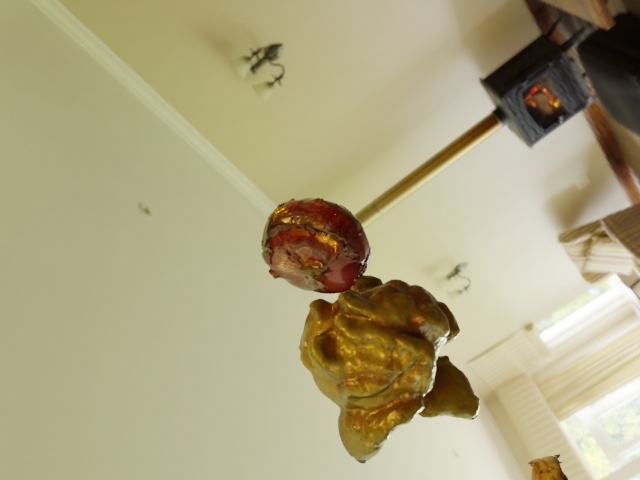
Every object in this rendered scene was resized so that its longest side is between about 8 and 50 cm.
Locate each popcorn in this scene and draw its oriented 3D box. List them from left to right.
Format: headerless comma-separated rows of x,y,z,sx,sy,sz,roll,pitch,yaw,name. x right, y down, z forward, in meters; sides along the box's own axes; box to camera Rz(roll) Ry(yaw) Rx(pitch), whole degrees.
0.108,0.229,1.061,0.321,0.325,0.290,18,163,31,popcorn

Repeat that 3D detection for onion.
0.000,0.000,0.963,0.184,0.184,0.147,49,-136,-14,onion

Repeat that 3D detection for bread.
0.304,0.335,0.766,0.072,0.053,0.105,-57,-53,-77,bread
